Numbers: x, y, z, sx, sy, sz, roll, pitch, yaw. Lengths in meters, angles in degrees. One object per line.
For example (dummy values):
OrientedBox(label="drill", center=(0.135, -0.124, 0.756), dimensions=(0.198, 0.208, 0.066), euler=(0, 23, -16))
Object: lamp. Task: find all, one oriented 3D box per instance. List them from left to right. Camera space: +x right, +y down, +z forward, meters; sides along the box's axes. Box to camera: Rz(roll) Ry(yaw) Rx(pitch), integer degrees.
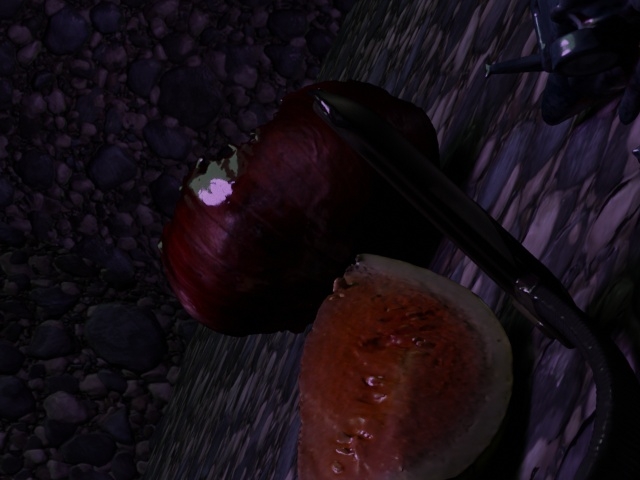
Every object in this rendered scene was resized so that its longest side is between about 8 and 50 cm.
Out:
OrientedBox(label="lamp", center=(0.043, 0.069, 0.637), dimensions=(0.124, 0.203, 0.283), euler=(-27, 32, 49))

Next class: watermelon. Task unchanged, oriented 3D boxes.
OrientedBox(label="watermelon", center=(0.045, 0.085, 0.841), dimensions=(0.245, 0.119, 0.063), euler=(-75, 0, -51))

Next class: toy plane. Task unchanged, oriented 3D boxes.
OrientedBox(label="toy plane", center=(0.149, -0.122, 0.817), dimensions=(0.326, 0.104, 0.223), euler=(122, 141, -69))

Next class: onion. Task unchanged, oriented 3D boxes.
OrientedBox(label="onion", center=(0.000, 0.000, 1.275), dimensions=(0.272, 0.195, 0.272), euler=(-30, -17, -10))
